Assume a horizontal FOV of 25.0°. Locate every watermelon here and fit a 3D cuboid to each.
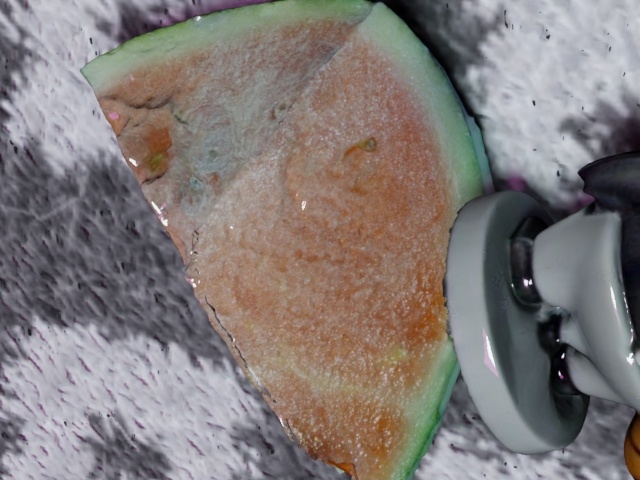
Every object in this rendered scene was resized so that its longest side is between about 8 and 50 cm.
[{"bbox_3d":[0.009,-0.014,0.673,0.146,0.128,0.231,-32,113,1],"label":"watermelon"}]

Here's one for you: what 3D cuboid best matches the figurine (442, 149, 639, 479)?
[{"bbox_3d":[0.185,0.027,0.585,0.236,0.133,0.176,-15,115,30],"label":"figurine"}]
